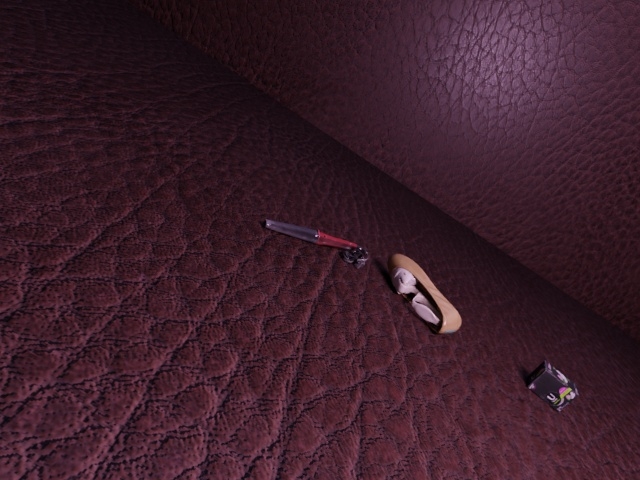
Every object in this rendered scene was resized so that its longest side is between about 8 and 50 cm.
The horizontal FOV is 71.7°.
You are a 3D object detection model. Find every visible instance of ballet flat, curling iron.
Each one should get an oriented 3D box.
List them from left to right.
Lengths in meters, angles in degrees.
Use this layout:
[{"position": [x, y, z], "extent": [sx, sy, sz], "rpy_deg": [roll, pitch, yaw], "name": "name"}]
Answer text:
[{"position": [0.000, 0.000, 0.970], "extent": [0.274, 0.035, 0.068], "rpy_deg": [22, 24, -30], "name": "curling iron"}, {"position": [0.216, 0.114, 0.992], "extent": [0.073, 0.080, 0.232], "rpy_deg": [-10, 45, -41], "name": "ballet flat"}]

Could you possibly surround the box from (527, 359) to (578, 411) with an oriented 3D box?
[{"position": [0.518, 0.325, 0.991], "extent": [0.083, 0.062, 0.052], "rpy_deg": [40, 23, 12], "name": "box"}]
